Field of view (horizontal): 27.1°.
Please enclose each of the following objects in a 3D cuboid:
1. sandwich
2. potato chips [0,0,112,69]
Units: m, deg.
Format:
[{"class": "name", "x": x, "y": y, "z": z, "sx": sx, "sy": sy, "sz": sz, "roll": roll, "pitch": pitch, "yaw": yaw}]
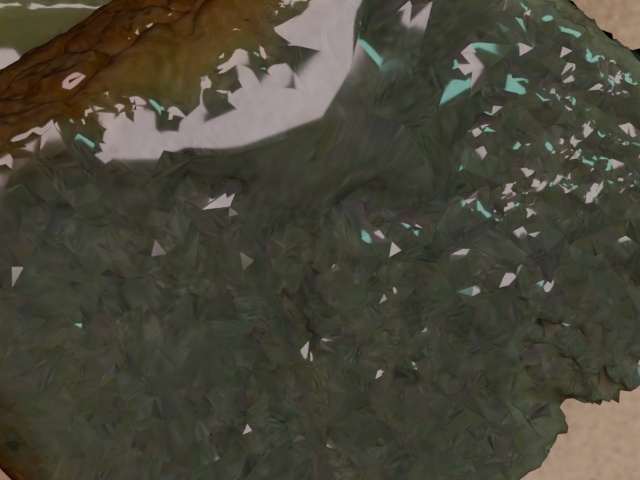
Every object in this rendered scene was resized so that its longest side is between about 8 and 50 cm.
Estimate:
[{"class": "sandwich", "x": 0.000, "y": -0.001, "z": 0.558, "sx": 0.325, "sy": 0.131, "sz": 0.262, "roll": -33, "pitch": 113, "yaw": -6}, {"class": "potato chips", "x": -0.126, "y": -0.182, "z": 0.605, "sx": 0.389, "sy": 0.097, "sz": 0.373, "roll": 19, "pitch": 97, "yaw": -8}]
